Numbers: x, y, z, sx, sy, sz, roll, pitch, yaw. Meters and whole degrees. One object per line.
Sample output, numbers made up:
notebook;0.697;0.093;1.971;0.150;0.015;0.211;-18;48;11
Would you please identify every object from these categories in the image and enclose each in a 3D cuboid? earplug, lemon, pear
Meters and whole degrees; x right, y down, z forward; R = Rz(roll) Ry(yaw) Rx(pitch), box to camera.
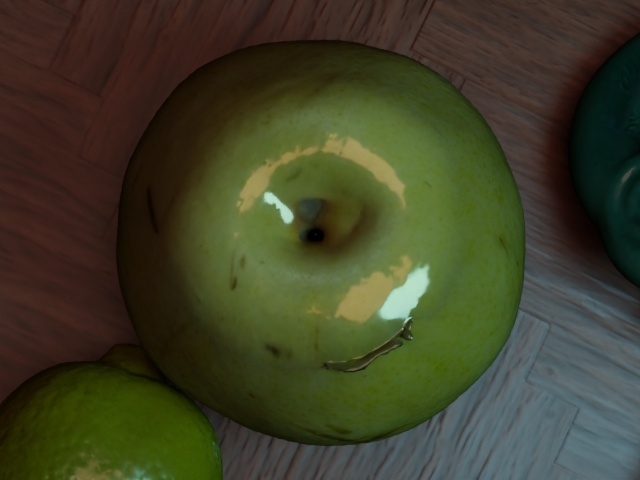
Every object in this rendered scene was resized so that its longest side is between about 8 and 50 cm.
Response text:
earplug;0.325;-0.021;1.280;0.280;0.257;0.164;30;114;-9
lemon;-0.168;0.194;1.194;0.184;0.184;0.248;19;83;-5
pear;0.000;0.000;1.176;0.309;0.309;0.309;1;85;-7
